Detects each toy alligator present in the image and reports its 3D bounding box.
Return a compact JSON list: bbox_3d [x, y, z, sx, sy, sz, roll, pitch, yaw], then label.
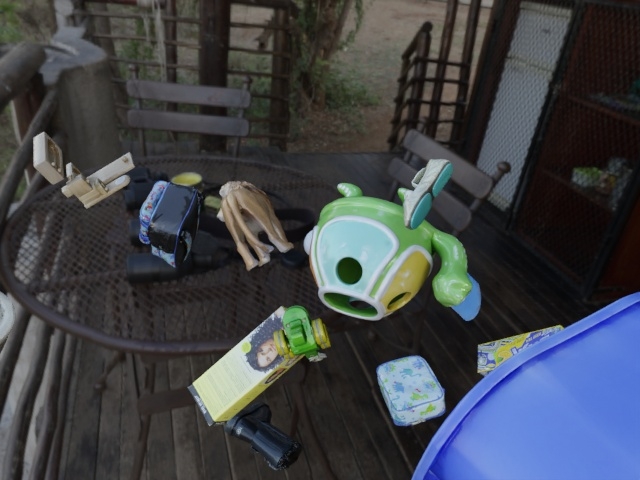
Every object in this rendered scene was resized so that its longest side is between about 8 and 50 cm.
[{"bbox_3d":[-0.020,0.113,0.606,0.056,0.189,0.051,-16,70,1],"label":"toy alligator"}]

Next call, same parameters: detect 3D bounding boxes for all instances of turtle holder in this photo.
[{"bbox_3d":[0.128,0.049,1.028,0.320,0.243,0.227,24,63,-1],"label":"turtle holder"}]

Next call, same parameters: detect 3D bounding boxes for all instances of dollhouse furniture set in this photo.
[{"bbox_3d":[-0.469,-0.162,1.008,0.123,0.151,0.144,-31,46,-2],"label":"dollhouse furniture set"}]

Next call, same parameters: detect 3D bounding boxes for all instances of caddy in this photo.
[{"bbox_3d":[0.236,0.184,0.440,0.341,0.241,0.179,-18,33,-22],"label":"caddy"}]

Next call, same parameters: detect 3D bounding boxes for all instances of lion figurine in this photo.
[{"bbox_3d":[-0.171,-0.060,1.204,0.142,0.240,0.392,-29,0,-8],"label":"lion figurine"}]

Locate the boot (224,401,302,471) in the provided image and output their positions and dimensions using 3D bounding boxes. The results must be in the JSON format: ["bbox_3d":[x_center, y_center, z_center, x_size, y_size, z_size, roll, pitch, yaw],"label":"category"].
[{"bbox_3d":[-0.145,0.576,1.468,0.207,0.094,0.246,28,-2,20],"label":"boot"}]

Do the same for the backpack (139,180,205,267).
[{"bbox_3d":[-0.347,-0.030,1.163,0.117,0.173,0.158,16,52,-6],"label":"backpack"}]

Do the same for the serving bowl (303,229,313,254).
[{"bbox_3d":[0.000,0.000,1.164,0.083,0.027,0.083,-5,52,7],"label":"serving bowl"}]

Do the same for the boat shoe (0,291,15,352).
[{"bbox_3d":[-0.444,0.081,0.423,0.324,0.097,0.116,6,33,-22],"label":"boat shoe"}]

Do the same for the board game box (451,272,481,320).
[{"bbox_3d":[0.370,0.139,1.363,0.169,0.033,0.133,42,54,-18],"label":"board game box"}]

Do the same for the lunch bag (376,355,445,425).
[{"bbox_3d":[0.283,0.464,1.558,0.176,0.090,0.219,-16,28,-5],"label":"lunch bag"}]

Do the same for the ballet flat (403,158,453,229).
[{"bbox_3d":[0.180,-0.084,0.896,0.052,0.057,0.168,20,58,32],"label":"ballet flat"}]

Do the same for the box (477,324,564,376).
[{"bbox_3d":[0.365,0.204,0.889,0.054,0.169,0.059,33,51,-25],"label":"box"}]

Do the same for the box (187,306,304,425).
[{"bbox_3d":[-0.123,0.227,0.904,0.087,0.232,0.058,50,5,25],"label":"box"}]
